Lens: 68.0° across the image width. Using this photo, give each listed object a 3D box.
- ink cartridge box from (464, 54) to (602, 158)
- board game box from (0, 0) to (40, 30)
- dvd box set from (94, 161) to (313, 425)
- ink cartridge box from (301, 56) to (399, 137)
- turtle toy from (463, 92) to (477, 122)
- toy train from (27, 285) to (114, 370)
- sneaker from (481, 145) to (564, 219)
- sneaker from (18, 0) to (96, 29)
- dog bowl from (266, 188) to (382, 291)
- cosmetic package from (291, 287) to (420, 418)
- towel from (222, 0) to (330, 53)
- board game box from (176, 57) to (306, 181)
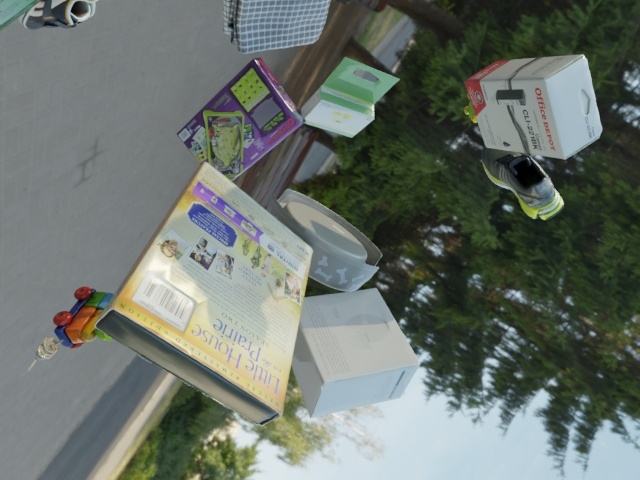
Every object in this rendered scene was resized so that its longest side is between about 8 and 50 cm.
[{"bbox_3d":[0.495,-0.317,1.127,0.114,0.197,0.273,-33,-155,-10],"label":"ink cartridge box"},{"bbox_3d":[-0.750,-0.589,1.037,0.317,0.213,0.046,-29,-153,9],"label":"board game box"},{"bbox_3d":[-0.162,0.069,0.850,0.062,0.307,0.420,-38,-155,30],"label":"dvd box set"},{"bbox_3d":[0.074,-0.369,1.261,0.235,0.171,0.056,-28,-124,57],"label":"ink cartridge box"},{"bbox_3d":[0.504,-0.434,1.489,0.095,0.066,0.130,-98,-171,-53],"label":"turtle toy"},{"bbox_3d":[-0.566,0.224,1.150,0.248,0.143,0.105,-74,161,-50],"label":"toy train"},{"bbox_3d":[0.521,-0.187,1.249,0.111,0.121,0.300,-34,-138,6],"label":"sneaker"},{"bbox_3d":[-0.755,-0.670,1.373,0.321,0.127,0.126,-13,-144,39],"label":"sneaker"},{"bbox_3d":[0.000,0.000,1.238,0.102,0.348,0.349,-55,-178,15],"label":"dog bowl"},{"bbox_3d":[0.055,0.240,1.051,0.224,0.224,0.138,-117,-147,-43],"label":"cosmetic package"},{"bbox_3d":[-0.106,-0.617,1.230,0.283,0.121,0.235,-19,161,-23],"label":"towel"},{"bbox_3d":[-0.229,-0.316,1.331,0.346,0.208,0.056,-31,-173,31],"label":"board game box"}]
